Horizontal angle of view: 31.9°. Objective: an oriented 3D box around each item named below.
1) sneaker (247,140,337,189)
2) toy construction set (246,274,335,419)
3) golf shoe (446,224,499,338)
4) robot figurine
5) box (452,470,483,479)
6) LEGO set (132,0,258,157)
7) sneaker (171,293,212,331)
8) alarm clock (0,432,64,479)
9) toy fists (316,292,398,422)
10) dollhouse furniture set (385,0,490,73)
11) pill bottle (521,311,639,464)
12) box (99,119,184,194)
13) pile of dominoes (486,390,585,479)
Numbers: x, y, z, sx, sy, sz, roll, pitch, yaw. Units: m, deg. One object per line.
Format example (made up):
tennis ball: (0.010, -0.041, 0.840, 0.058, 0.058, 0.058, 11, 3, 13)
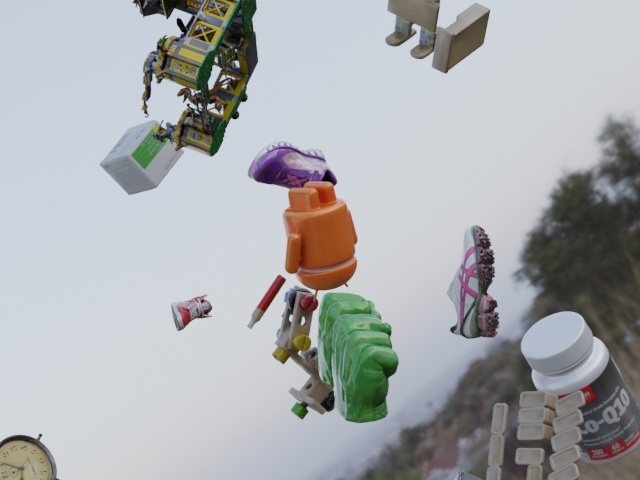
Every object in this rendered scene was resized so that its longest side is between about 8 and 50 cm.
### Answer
sneaker: (-0.048, -0.138, 2.319, 0.236, 0.104, 0.095, 0, -46, -51)
toy construction set: (-0.046, 0.239, 2.421, 0.237, 0.309, 0.257, -56, -40, -5)
golf shoe: (0.242, 0.068, 1.836, 0.086, 0.186, 0.067, -4, -6, 29)
robot figurine: (-0.002, 0.001, 2.119, 0.128, 0.219, 0.158, -9, 15, 10)
box: (0.363, 0.620, 2.366, 0.060, 0.270, 0.216, -73, 9, -53)
LEGO set: (-0.222, -0.294, 1.710, 0.331, 0.192, 0.255, 78, -147, -76)
sneaker: (-0.210, 0.118, 1.842, 0.067, 0.042, 0.118, -11, 10, -6)
alarm clock: (-0.571, 0.432, 2.059, 0.064, 0.129, 0.192, -39, -16, 34)
toy fists: (0.054, 0.164, 1.709, 0.096, 0.142, 0.279, -5, 14, -8)
dollhouse furniture set: (0.246, -0.515, 2.621, 0.161, 0.242, 0.212, -39, -31, -36)
pill bottle: (0.521, 0.292, 2.226, 0.161, 0.283, 0.161, -28, 23, 13)
box: (-0.329, -0.152, 2.062, 0.102, 0.087, 0.101, -9, 40, 49)
pile of dominoes: (0.382, 0.390, 1.962, 0.040, 0.251, 0.196, 25, -25, -38)
